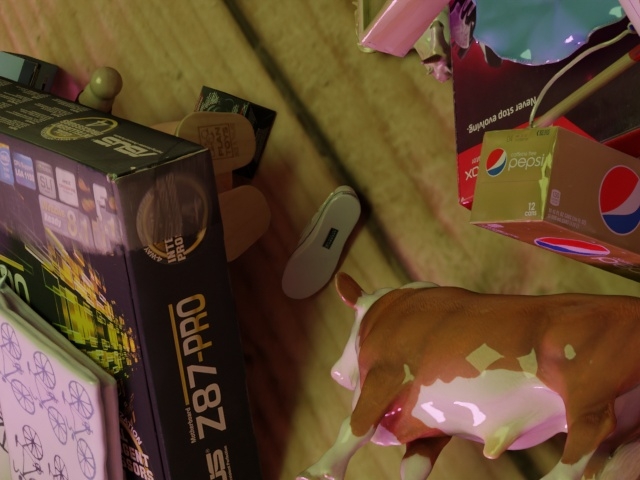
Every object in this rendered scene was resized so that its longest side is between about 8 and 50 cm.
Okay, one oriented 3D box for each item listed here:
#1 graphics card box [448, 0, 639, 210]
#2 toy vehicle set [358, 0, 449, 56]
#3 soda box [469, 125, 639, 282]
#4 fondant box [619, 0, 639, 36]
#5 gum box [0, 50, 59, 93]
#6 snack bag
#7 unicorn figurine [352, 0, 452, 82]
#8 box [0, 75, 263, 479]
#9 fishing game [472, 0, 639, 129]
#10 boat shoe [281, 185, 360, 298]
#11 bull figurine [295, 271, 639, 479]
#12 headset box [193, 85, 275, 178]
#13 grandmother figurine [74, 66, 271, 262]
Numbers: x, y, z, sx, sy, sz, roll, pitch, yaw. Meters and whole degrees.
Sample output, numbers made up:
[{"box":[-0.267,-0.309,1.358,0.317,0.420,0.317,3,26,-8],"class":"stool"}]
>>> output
[{"box":[0.192,-0.212,1.225,0.233,0.094,0.371,-23,60,45],"class":"graphics card box"},{"box":[0.075,-0.284,1.268,0.166,0.035,0.267,132,144,-53],"class":"toy vehicle set"},{"box":[0.176,-0.016,1.101,0.061,0.181,0.058,-1,76,50],"class":"soda box"},{"box":[0.283,-0.163,0.970,0.238,0.096,0.330,-21,57,-3],"class":"fondant box"},{"box":[-0.302,-0.100,1.748,0.184,0.041,0.157,-117,47,-84],"class":"gum box"},{"box":[-0.257,0.171,1.535,0.342,0.037,0.323,36,136,44],"class":"snack bag"},{"box":[0.076,-0.171,1.387,0.162,0.060,0.111,-5,73,66],"class":"unicorn figurine"},{"box":[-0.202,0.046,1.504,0.395,0.097,0.318,22,123,52],"class":"box"},{"box":[0.163,-0.190,1.148,0.189,0.041,0.264,-37,43,36],"class":"fishing game"},{"box":[0.000,0.000,1.434,0.100,0.035,0.035,-62,12,20],"class":"boat shoe"},{"box":[0.095,0.100,1.194,0.310,0.101,0.188,-7,48,44],"class":"bull figurine"},{"box":[-0.082,-0.094,1.562,0.083,0.032,0.062,24,96,52],"class":"headset box"},{"box":[-0.177,-0.046,1.588,0.342,0.104,0.208,-8,86,55],"class":"grandmother figurine"}]
